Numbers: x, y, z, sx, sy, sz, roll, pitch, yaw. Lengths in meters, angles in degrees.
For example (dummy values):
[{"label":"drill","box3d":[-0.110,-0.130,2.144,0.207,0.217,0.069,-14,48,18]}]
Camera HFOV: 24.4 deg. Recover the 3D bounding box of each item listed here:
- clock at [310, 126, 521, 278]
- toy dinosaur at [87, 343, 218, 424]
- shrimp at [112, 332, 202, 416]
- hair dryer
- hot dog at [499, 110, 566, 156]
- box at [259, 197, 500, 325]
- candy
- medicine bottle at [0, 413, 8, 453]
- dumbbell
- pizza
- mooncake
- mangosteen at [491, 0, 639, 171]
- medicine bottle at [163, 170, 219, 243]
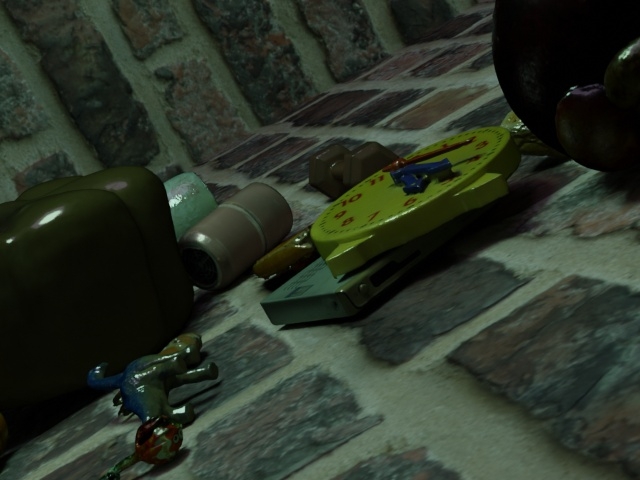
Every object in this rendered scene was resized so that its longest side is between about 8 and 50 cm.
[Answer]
[{"label":"clock","box3d":[0.110,-0.067,1.819,0.277,0.071,0.293,-27,12,4]},{"label":"toy dinosaur","box3d":[-0.224,0.186,1.705,0.188,0.075,0.247,-20,23,19]},{"label":"shrimp","box3d":[-0.213,0.168,1.870,0.099,0.041,0.180,-25,13,34]},{"label":"hair dryer","box3d":[-0.207,0.039,2.359,0.344,0.106,0.189,-30,9,45]},{"label":"hot dog","box3d":[0.342,-0.156,1.879,0.243,0.073,0.084,-18,19,34]},{"label":"box","box3d":[0.072,0.018,1.829,0.270,0.045,0.211,-36,13,-33]},{"label":"candy","box3d":[-0.221,0.248,1.559,0.185,0.049,0.055,-36,3,6]},{"label":"medicine bottle","box3d":[-0.460,0.274,1.853,0.096,0.096,0.192,-27,11,8]},{"label":"dumbbell","box3d":[0.051,-0.111,2.370,0.082,0.092,0.231,-59,18,-8]},{"label":"pizza","box3d":[0.000,0.000,2.058,0.193,0.053,0.201,-33,1,-16]},{"label":"mooncake","box3d":[-0.424,0.063,2.132,0.467,0.262,0.467,-16,12,4]},{"label":"mangosteen","box3d":[0.347,-0.210,1.622,0.307,0.307,0.347,-28,39,6]},{"label":"medicine bottle","box3d":[-0.247,-0.027,2.557,0.143,0.147,0.147,-34,12,-11]}]
